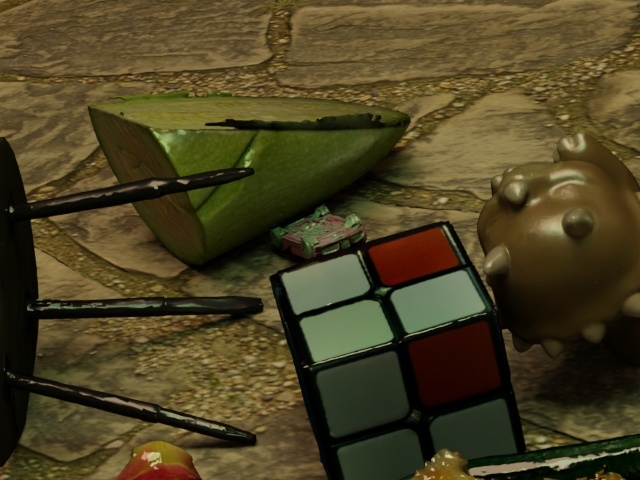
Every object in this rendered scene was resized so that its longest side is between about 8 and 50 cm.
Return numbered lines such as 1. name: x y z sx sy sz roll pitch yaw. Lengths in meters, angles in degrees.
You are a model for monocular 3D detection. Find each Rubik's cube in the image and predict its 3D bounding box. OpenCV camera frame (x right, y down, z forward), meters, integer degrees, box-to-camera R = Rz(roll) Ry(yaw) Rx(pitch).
1. Rubik's cube: 0.068 0.111 1.787 0.180 0.167 0.183 -15 31 -1

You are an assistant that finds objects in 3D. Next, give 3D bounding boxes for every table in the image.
1. table: -0.184 0.060 1.964 0.249 0.317 0.317 0 30 0

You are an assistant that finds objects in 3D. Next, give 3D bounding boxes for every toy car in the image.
1. toy car: 0.000 0.000 2.126 0.069 0.055 0.142 -25 17 -18

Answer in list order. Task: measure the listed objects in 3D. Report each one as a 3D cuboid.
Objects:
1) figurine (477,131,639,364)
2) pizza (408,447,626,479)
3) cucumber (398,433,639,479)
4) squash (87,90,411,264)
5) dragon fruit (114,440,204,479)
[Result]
1. figurine: 0.236 0.033 1.792 0.177 0.247 0.173 -11 41 12
2. pizza: 0.154 0.257 1.538 0.323 0.089 0.223 6 28 6
3. cucumber: 0.172 0.203 1.694 0.284 0.056 0.056 -12 29 7
4. squash: -0.056 -0.124 2.206 0.309 0.210 0.233 -33 22 -18
5. dragon fruit: -0.112 0.281 1.539 0.224 0.224 0.227 -14 19 2
